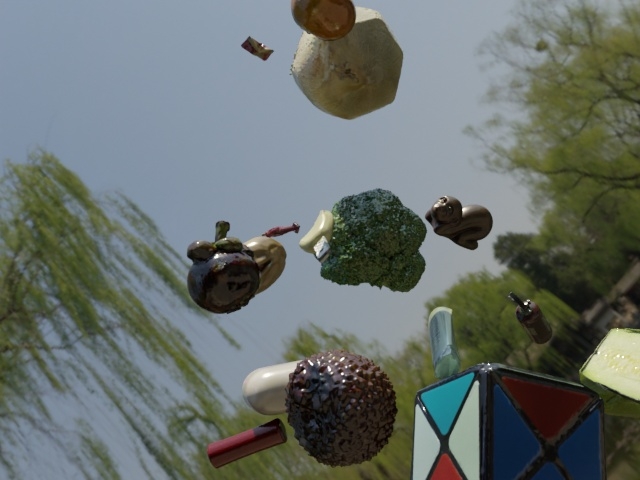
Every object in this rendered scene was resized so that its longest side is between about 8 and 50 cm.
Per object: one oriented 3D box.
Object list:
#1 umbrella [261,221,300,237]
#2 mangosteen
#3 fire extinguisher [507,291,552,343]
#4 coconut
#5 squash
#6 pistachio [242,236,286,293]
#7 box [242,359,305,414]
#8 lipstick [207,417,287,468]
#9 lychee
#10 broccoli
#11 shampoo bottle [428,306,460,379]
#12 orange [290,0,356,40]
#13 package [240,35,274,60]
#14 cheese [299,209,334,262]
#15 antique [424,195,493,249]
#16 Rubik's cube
[{"bbox_3d":[-0.106,-0.024,1.854,0.025,0.165,0.027,23,-111,-34],"label":"umbrella"},{"bbox_3d":[-0.221,0.072,1.574,0.172,0.184,0.172,-37,8,6],"label":"mangosteen"},{"bbox_3d":[0.593,0.216,2.053,0.071,0.099,0.231,-44,-43,1],"label":"fire extinguisher"},{"bbox_3d":[0.090,-0.553,2.236,0.346,0.360,0.347,-8,-67,-19],"label":"coconut"},{"bbox_3d":[0.855,0.342,1.780,0.233,0.210,0.309,-38,7,-29],"label":"squash"},{"bbox_3d":[-0.185,0.074,1.828,0.215,0.144,0.144,-30,-21,6],"label":"pistachio"},{"bbox_3d":[-0.089,0.438,2.161,0.288,0.141,0.349,-10,-9,-10],"label":"box"},{"bbox_3d":[-0.219,0.606,2.145,0.241,0.080,0.080,-22,-22,6],"label":"lipstick"},{"bbox_3d":[0.037,0.256,1.110,0.188,0.188,0.188,-41,-23,-22],"label":"lychee"},{"bbox_3d":[0.148,0.003,2.205,0.321,0.413,0.310,17,-62,-47],"label":"broccoli"},{"bbox_3d":[0.245,0.201,1.433,0.212,0.049,0.072,-76,11,-67],"label":"shampoo bottle"},{"bbox_3d":[0.005,-0.518,1.619,0.124,0.156,0.156,-48,-21,14],"label":"orange"},{"bbox_3d":[-0.174,-0.529,1.981,0.059,0.083,0.029,-28,39,56],"label":"package"},{"bbox_3d":[-0.001,-0.001,1.919,0.127,0.049,0.235,-47,19,8],"label":"cheese"},{"bbox_3d":[0.458,-0.068,2.356,0.256,0.121,0.143,22,-62,-29],"label":"antique"},{"bbox_3d":[0.317,0.372,1.238,0.250,0.246,0.249,134,148,-57],"label":"Rubik's cube"}]
